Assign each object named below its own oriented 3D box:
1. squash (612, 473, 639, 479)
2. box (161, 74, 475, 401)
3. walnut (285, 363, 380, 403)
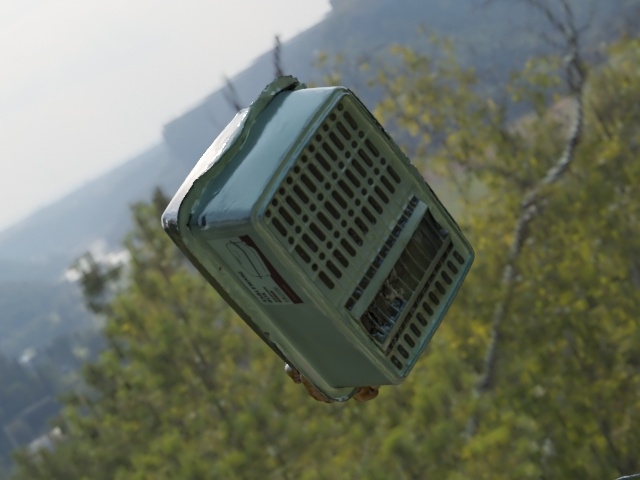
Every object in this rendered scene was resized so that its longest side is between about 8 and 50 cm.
[{"bbox_3d":[0.160,0.159,0.788,0.237,0.155,0.204,-17,11,-8],"label":"squash"},{"bbox_3d":[0.000,0.000,1.448,0.166,0.290,0.220,-1,47,49],"label":"box"},{"bbox_3d":[0.043,0.134,1.619,0.143,0.069,0.170,-9,7,33],"label":"walnut"}]
